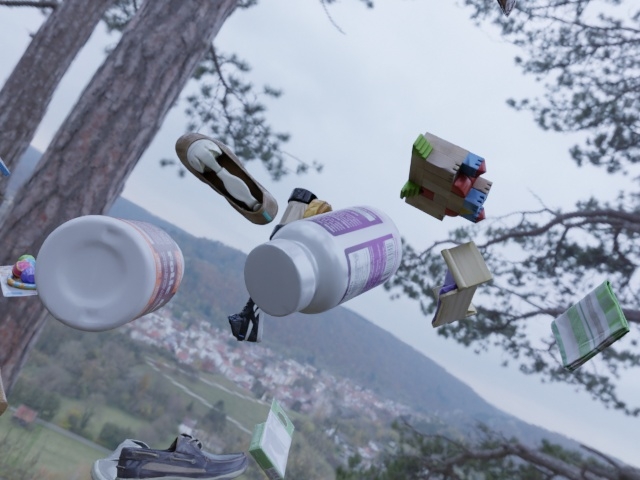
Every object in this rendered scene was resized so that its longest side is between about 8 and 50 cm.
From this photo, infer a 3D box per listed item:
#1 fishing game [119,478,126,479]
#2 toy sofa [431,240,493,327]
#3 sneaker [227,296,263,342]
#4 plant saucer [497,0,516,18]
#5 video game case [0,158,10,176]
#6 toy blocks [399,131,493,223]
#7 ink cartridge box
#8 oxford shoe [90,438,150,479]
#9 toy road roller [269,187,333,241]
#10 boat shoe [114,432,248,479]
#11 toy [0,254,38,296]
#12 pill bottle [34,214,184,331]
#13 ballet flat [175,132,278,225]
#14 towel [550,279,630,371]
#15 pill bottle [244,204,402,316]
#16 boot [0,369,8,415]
[{"bbox_3d":[-0.506,0.679,1.288,0.041,0.264,0.189,-2,-65,54],"label":"fishing game"},{"bbox_3d":[0.451,0.160,1.998,0.362,0.177,0.150,77,-6,-63],"label":"toy sofa"},{"bbox_3d":[-0.251,0.234,1.967,0.121,0.216,0.079,5,-9,-11],"label":"sneaker"},{"bbox_3d":[0.294,-0.464,0.998,0.168,0.029,0.168,47,27,-33],"label":"plant saucer"},{"bbox_3d":[-0.824,-0.246,1.429,0.166,0.015,0.119,57,-18,3],"label":"video game case"},{"bbox_3d":[0.411,-0.169,1.827,0.261,0.190,0.381,29,-21,17],"label":"toy blocks"},{"bbox_3d":[-0.171,0.711,2.092,0.171,0.056,0.235,61,19,-24],"label":"ink cartridge box"},{"bbox_3d":[-0.586,0.694,1.768,0.169,0.130,0.449,49,-14,-1],"label":"oxford shoe"},{"bbox_3d":[0.000,0.000,1.900,0.241,0.202,0.329,15,-26,21],"label":"toy road roller"},{"bbox_3d":[-0.360,0.584,1.551,0.356,0.130,0.132,4,-14,-29],"label":"boat shoe"},{"bbox_3d":[-0.708,0.077,1.427,0.137,0.056,0.237,-1,12,-33],"label":"toy"},{"bbox_3d":[-0.428,0.064,1.269,0.224,0.224,0.392,29,-1,-2],"label":"pill bottle"},{"bbox_3d":[-0.247,-0.168,1.471,0.342,0.116,0.124,45,-1,9],"label":"ballet flat"},{"bbox_3d":[0.486,0.156,1.066,0.023,0.113,0.152,14,-45,-18],"label":"towel"},{"bbox_3d":[0.008,0.037,1.059,0.169,0.169,0.302,26,25,30],"label":"pill bottle"},{"bbox_3d":[-0.771,0.334,1.201,0.211,0.295,0.104,50,6,28],"label":"boot"}]
